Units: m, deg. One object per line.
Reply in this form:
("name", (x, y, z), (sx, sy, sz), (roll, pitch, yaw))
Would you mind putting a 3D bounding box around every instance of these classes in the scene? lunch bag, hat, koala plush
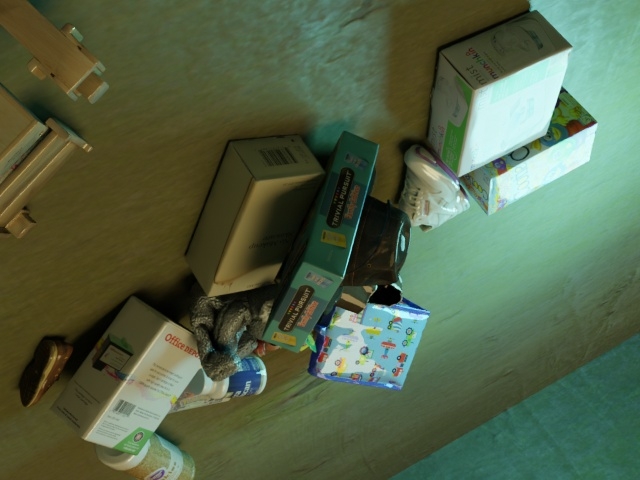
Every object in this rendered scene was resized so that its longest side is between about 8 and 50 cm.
("lunch bag", (0.099, 0.239, 2.274), (0.293, 0.138, 0.221), (12, 101, -42))
("hat", (0.113, 0.014, 1.873), (0.133, 0.331, 0.331), (16, 140, 3))
("koala plush", (-0.137, 0.150, 1.871), (0.221, 0.203, 0.196), (-16, -173, 12))

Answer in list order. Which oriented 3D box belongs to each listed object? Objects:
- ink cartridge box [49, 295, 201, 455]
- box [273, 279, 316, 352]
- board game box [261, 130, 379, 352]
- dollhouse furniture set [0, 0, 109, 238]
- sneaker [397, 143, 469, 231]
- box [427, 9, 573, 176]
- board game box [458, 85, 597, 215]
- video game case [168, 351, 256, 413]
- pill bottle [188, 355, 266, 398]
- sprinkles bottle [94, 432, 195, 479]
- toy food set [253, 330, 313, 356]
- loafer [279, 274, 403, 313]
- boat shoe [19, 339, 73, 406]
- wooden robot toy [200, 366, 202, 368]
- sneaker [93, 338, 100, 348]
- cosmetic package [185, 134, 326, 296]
("ink cartridge box", (-0.375, 0.275, 1.860), (0.278, 0.117, 0.201), (-55, 151, -6))
("box", (-0.072, 0.167, 2.017), (0.043, 0.179, 0.105), (-35, 149, 2))
("board game box", (0.000, 0.000, 1.704), (0.079, 0.336, 0.254), (22, 139, -6))
("dollhouse furniture set", (-0.439, -0.172, 1.319), (0.303, 0.174, 0.355), (-46, 179, -3))
("sneaker", (0.229, -0.098, 1.990), (0.152, 0.114, 0.305), (-38, 150, 5))
("box", (0.344, -0.289, 1.821), (0.231, 0.127, 0.262), (-26, 150, -17))
("board game box", (0.444, -0.202, 2.020), (0.275, 0.144, 0.142), (-28, 149, -11))
("video game case", (-0.274, 0.347, 2.237), (0.201, 0.023, 0.183), (-4, 139, -40))
("pill bottle", (-0.218, 0.319, 2.137), (0.169, 0.094, 0.094), (2, 135, -40))
("sprinkles bottle", (-0.424, 0.532, 2.263), (0.121, 0.121, 0.355), (-33, 150, -2))
("toy food set", (-0.098, 0.231, 2.191), (0.217, 0.071, 0.128), (-14, 145, -30))
("loafer", (0.069, 0.094, 2.097), (0.366, 0.130, 0.134), (-1, 137, -43))
("boat shoe", (-0.543, 0.266, 1.821), (0.060, 0.064, 0.178), (4, 131, -44))
("wooden robot toy", (-0.293, 0.250, 2.063), (0.173, 0.076, 0.079), (-28, 114, -10))
("sneaker", (-0.462, 0.273, 1.915), (0.064, 0.067, 0.175), (-28, 138, -46))
("cosmetic package", (-0.128, -0.044, 1.729), (0.160, 0.113, 0.309), (-11, 142, -35))
